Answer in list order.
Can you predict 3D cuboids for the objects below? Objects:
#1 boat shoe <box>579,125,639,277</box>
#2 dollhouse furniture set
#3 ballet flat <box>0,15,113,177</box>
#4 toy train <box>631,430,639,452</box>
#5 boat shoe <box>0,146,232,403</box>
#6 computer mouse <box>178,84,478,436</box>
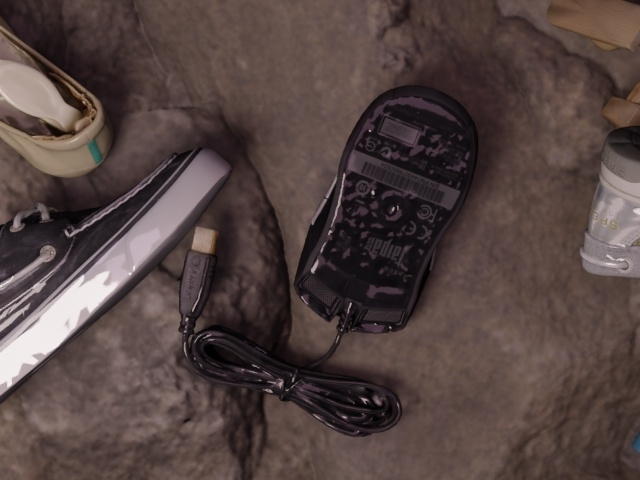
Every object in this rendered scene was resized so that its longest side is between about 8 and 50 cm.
[{"bbox_3d":[0.342,-0.007,1.300,0.320,0.118,0.103,6,114,-16],"label":"boat shoe"},{"bbox_3d":[0.253,-0.145,1.358,0.151,0.123,0.144,35,87,-33],"label":"dollhouse furniture set"},{"bbox_3d":[-0.257,-0.137,1.329,0.248,0.086,0.086,34,87,2],"label":"ballet flat"},{"bbox_3d":[0.359,0.147,1.311,0.248,0.105,0.143,29,98,1],"label":"toy train"},{"bbox_3d":[-0.199,0.022,1.314,0.301,0.108,0.102,-42,89,5],"label":"boat shoe"},{"bbox_3d":[0.000,0.000,1.336,0.184,0.060,0.262,16,99,-3],"label":"computer mouse"}]
